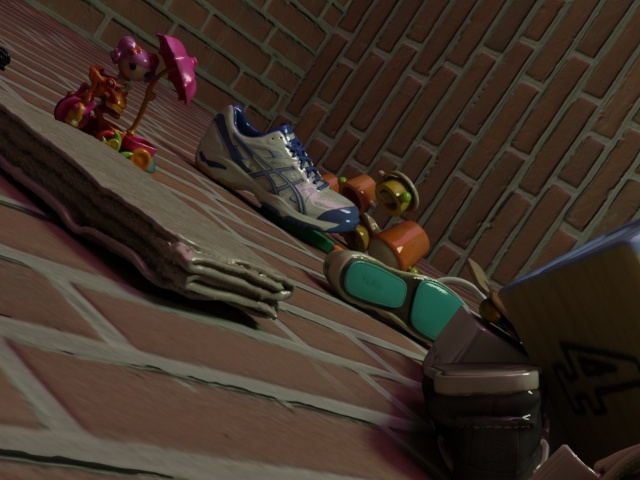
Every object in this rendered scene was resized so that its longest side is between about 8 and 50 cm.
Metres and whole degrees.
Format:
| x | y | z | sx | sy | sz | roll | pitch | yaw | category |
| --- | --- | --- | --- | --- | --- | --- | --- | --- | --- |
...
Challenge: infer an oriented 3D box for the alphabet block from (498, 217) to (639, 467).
| x | y | z | sx | sy | sz | roll | pitch | yaw | category |
| --- | --- | --- | --- | --- | --- | --- | --- | --- | --- |
| 0.325 | 0.082 | 0.966 | 0.197 | 0.192 | 0.193 | 63 | -30 | 4 | alphabet block |

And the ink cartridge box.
| x | y | z | sx | sy | sz | roll | pitch | yaw | category |
| --- | --- | --- | --- | --- | --- | --- | --- | --- | --- |
| 0.229 | 0.174 | 1.115 | 0.217 | 0.092 | 0.158 | 31 | 5 | -2 | ink cartridge box |

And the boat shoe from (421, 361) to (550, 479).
| x | y | z | sx | sy | sz | roll | pitch | yaw | category |
| --- | --- | --- | --- | --- | --- | --- | --- | --- | --- |
| 0.140 | 0.154 | 0.866 | 0.112 | 0.096 | 0.335 | -2 | -6 | 10 | boat shoe |

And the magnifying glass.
| x | y | z | sx | sy | sz | roll | pitch | yaw | category |
| --- | --- | --- | --- | --- | --- | --- | --- | --- | --- |
| 0.000 | 0.000 | 1.689 | 0.231 | 0.026 | 0.092 | 35 | 5 | 5 | magnifying glass |

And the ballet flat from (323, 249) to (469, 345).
| x | y | z | sx | sy | sz | roll | pitch | yaw | category |
| --- | --- | --- | --- | --- | --- | --- | --- | --- | --- |
| 0.103 | 0.077 | 1.356 | 0.248 | 0.086 | 0.086 | 30 | 6 | -29 | ballet flat |

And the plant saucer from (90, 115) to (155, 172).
| x | y | z | sx | sy | sz | roll | pitch | yaw | category |
| --- | --- | --- | --- | --- | --- | --- | --- | --- | --- |
| -0.257 | -0.128 | 1.290 | 0.119 | 0.021 | 0.119 | 34 | 5 | -3 | plant saucer |

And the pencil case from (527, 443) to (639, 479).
| x | y | z | sx | sy | sz | roll | pitch | yaw | category |
| --- | --- | --- | --- | --- | --- | --- | --- | --- | --- |
| 0.282 | 0.220 | 0.630 | 0.410 | 0.160 | 0.184 | 27 | 23 | -51 | pencil case |

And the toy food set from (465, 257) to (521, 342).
| x | y | z | sx | sy | sz | roll | pitch | yaw | category |
| --- | --- | --- | --- | --- | --- | --- | --- | --- | --- |
| 0.226 | 0.103 | 1.093 | 0.192 | 0.038 | 0.132 | 38 | 12 | -5 | toy food set |

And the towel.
| x | y | z | sx | sy | sz | roll | pitch | yaw | category |
| --- | --- | --- | --- | --- | --- | --- | --- | --- | --- |
| -0.161 | -0.028 | 0.828 | 0.282 | 0.049 | 0.187 | 35 | 4 | 28 | towel |

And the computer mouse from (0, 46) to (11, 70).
| x | y | z | sx | sy | sz | roll | pitch | yaw | category |
| --- | --- | --- | --- | --- | --- | --- | --- | --- | --- |
| -0.459 | -0.264 | 1.184 | 0.106 | 0.042 | 0.193 | 38 | 7 | 35 | computer mouse |

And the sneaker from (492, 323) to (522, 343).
| x | y | z | sx | sy | sz | roll | pitch | yaw | category |
| --- | --- | --- | --- | --- | --- | --- | --- | --- | --- |
| 0.345 | 0.162 | 1.754 | 0.087 | 0.130 | 0.227 | 34 | 3 | -17 | sneaker |

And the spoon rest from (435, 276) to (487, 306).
| x | y | z | sx | sy | sz | roll | pitch | yaw | category |
| --- | --- | --- | --- | --- | --- | --- | --- | --- | --- |
| 0.322 | 0.153 | 1.944 | 0.276 | 0.084 | 0.137 | 34 | 5 | 8 | spoon rest |

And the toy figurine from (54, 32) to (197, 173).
| x | y | z | sx | sy | sz | roll | pitch | yaw | category |
| --- | --- | --- | --- | --- | --- | --- | --- | --- | --- |
| -0.212 | -0.162 | 1.119 | 0.173 | 0.159 | 0.130 | 28 | 7 | -41 | toy figurine |

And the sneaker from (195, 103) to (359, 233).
| x | y | z | sx | sy | sz | roll | pitch | yaw | category |
| --- | --- | --- | --- | --- | --- | --- | --- | --- | --- |
| -0.059 | -0.118 | 1.643 | 0.296 | 0.131 | 0.112 | 27 | 15 | 5 | sneaker |

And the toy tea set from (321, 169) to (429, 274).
| x | y | z | sx | sy | sz | roll | pitch | yaw | category |
| --- | --- | --- | --- | --- | --- | --- | --- | --- | --- |
| 0.068 | -0.032 | 1.962 | 0.336 | 0.124 | 0.200 | 10 | -52 | 56 | toy tea set |
